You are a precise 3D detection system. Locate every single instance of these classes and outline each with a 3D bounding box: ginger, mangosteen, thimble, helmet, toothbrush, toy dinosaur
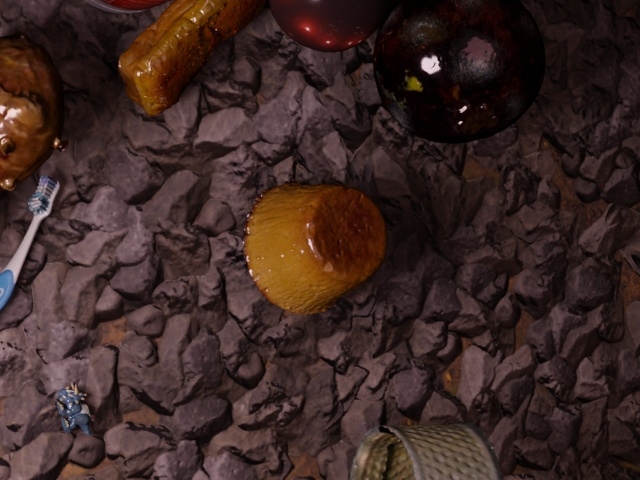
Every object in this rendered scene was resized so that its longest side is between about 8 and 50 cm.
[{"bbox_3d":[-0.476,-0.096,1.536,0.176,0.254,0.418,39,80,-28],"label":"ginger"},{"bbox_3d":[0.214,-0.295,1.861,0.288,0.288,0.288,-1,93,-27],"label":"mangosteen"},{"bbox_3d":[0.162,0.417,1.858,0.150,0.271,0.271,4,91,-24],"label":"thimble"},{"bbox_3d":[0.016,-0.390,1.804,0.189,0.193,0.216,32,120,-23],"label":"helmet"},{"bbox_3d":[-0.459,0.086,1.661,0.040,0.040,0.386,27,84,-25],"label":"toothbrush"},{"bbox_3d":[-0.357,0.250,1.718,0.047,0.030,0.083,-19,101,-23],"label":"toy dinosaur"}]

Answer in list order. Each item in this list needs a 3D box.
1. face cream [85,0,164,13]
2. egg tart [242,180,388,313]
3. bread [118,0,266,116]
[{"bbox_3d":[-0.257,-0.429,1.652,0.201,0.187,0.201,-1,93,-27],"label":"face cream"},{"bbox_3d":[0.000,0.000,1.811,0.215,0.171,0.215,9,73,-33],"label":"egg tart"},{"bbox_3d":[-0.181,-0.303,1.739,0.077,0.139,0.271,37,71,17],"label":"bread"}]
